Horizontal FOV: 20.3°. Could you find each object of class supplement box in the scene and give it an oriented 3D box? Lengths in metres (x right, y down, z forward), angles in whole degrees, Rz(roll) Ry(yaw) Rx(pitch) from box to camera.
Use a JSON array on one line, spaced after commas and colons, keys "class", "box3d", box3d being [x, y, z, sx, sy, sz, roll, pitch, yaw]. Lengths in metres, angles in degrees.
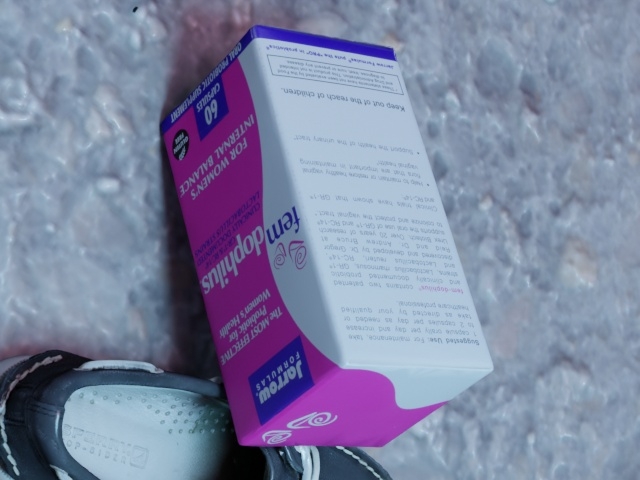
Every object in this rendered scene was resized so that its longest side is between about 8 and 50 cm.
[{"class": "supplement box", "box3d": [0.000, 0.000, 1.041, 0.114, 0.111, 0.220, 4, 58, -38]}]

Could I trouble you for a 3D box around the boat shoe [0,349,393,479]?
[{"class": "boat shoe", "box3d": [-0.058, 0.140, 1.049, 0.302, 0.091, 0.114, 16, 77, -36]}]
